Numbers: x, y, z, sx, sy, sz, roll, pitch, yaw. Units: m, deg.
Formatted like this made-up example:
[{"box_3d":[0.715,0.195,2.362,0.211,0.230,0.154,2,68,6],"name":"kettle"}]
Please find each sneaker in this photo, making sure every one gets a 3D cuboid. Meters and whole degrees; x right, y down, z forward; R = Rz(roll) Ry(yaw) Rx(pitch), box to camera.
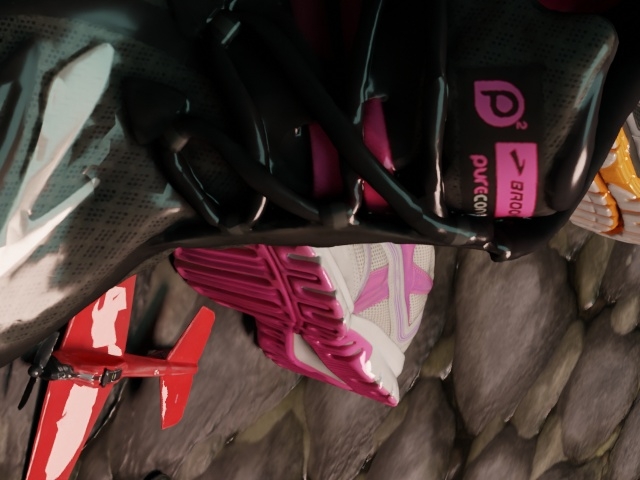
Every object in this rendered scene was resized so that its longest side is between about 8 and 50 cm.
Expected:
[{"box_3d":[0.220,-0.070,1.420,0.083,0.084,0.215,-63,152,-24],"name":"sneaker"},{"box_3d":[0.011,-0.078,0.782,0.482,0.202,0.185,-30,136,-15],"name":"sneaker"},{"box_3d":[0.000,0.000,1.043,0.111,0.103,0.252,-67,160,-14],"name":"sneaker"}]

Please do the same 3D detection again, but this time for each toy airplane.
[{"box_3d":[-0.101,0.065,0.962,0.151,0.028,0.151,-42,144,-41],"name":"toy airplane"}]

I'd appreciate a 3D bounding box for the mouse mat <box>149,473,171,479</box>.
[{"box_3d":[-0.121,0.238,1.072,0.190,0.007,0.153,-56,150,-26],"name":"mouse mat"}]
